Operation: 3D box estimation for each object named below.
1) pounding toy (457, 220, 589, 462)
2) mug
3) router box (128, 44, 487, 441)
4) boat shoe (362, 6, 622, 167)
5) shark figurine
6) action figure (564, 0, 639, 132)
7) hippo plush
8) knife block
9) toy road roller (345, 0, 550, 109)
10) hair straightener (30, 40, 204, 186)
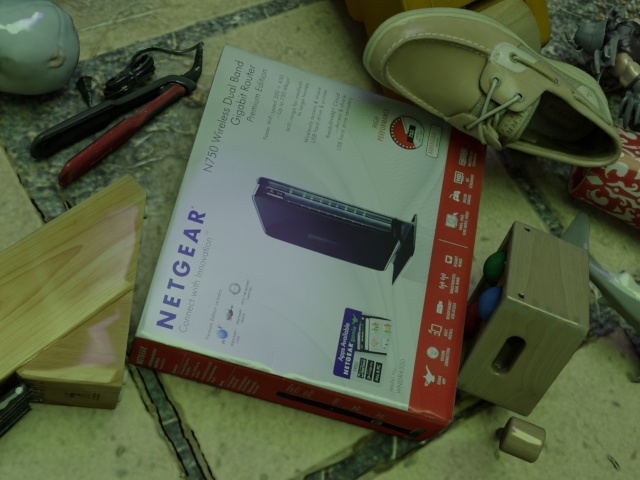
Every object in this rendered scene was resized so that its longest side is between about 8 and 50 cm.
[{"bbox_3d":[0.174,0.115,0.903,0.094,0.181,0.206,23,37,0],"label":"pounding toy"},{"bbox_3d":[0.381,-0.062,1.093,0.169,0.150,0.113,23,98,-1],"label":"mug"},{"bbox_3d":[0.000,0.000,0.943,0.301,0.082,0.336,16,62,-9],"label":"router box"},{"bbox_3d":[0.185,-0.147,0.958,0.302,0.109,0.098,15,38,-27],"label":"boat shoe"},{"bbox_3d":[0.347,0.093,1.003,0.278,0.116,0.166,25,28,-13],"label":"shark figurine"},{"bbox_3d":[0.427,-0.195,1.146,0.285,0.099,0.185,25,58,2],"label":"action figure"},{"bbox_3d":[-0.327,-0.256,0.877,0.294,0.234,0.237,-5,78,-39],"label":"hippo plush"},{"bbox_3d":[-0.287,0.064,0.825,0.242,0.088,0.276,9,65,-13],"label":"knife block"},{"bbox_3d":[0.100,-0.319,1.086,0.202,0.240,0.330,-30,114,-26],"label":"toy road roller"},{"bbox_3d":[-0.210,-0.153,0.971,0.089,0.047,0.230,43,62,5],"label":"hair straightener"}]
